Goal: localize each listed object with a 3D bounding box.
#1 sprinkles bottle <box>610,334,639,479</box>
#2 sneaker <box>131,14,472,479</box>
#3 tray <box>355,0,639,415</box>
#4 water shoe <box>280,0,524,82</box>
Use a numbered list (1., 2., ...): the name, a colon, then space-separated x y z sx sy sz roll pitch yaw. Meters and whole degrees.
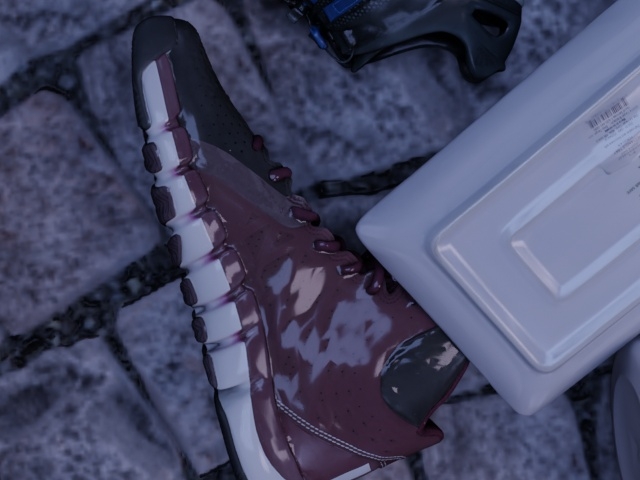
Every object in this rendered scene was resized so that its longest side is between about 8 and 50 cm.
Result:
1. sprinkles bottle: 0.342 0.093 0.569 0.355 0.121 0.121 -6 89 1
2. sneaker: 0.000 0.000 0.601 0.163 0.106 0.281 -16 98 -5
3. tray: 0.163 -0.038 0.529 0.270 0.030 0.145 -41 101 10
4. water shoe: 0.013 -0.137 0.605 0.203 0.073 0.080 10 92 2
